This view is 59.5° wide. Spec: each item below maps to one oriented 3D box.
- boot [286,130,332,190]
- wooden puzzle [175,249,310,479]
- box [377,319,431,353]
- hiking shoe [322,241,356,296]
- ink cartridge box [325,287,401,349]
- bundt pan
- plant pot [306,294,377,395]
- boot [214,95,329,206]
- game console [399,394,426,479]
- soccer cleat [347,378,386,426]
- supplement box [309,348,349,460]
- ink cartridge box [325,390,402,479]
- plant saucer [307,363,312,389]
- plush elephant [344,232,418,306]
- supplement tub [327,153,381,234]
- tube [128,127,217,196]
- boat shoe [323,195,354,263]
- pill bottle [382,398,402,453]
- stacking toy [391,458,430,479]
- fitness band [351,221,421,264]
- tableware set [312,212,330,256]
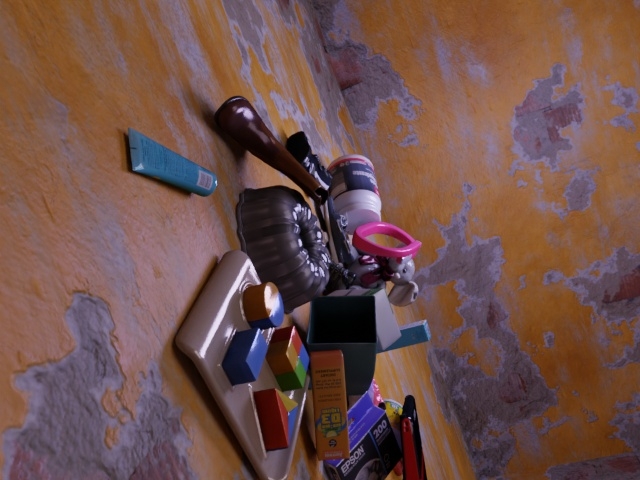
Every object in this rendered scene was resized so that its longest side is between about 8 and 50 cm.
[{"bbox_3d":[-0.033,-0.223,1.825,0.207,0.094,0.246,58,14,-30],"label":"boot"},{"bbox_3d":[-0.108,0.221,1.060,0.347,0.081,0.322,63,20,-22],"label":"wooden puzzle"},{"bbox_3d":[0.240,0.329,1.870,0.100,0.245,0.060,-2,75,-74],"label":"box"},{"bbox_3d":[0.050,0.100,1.714,0.086,0.114,0.226,-44,115,-74],"label":"hiking shoe"},{"bbox_3d":[0.106,0.220,1.581,0.087,0.209,0.152,-28,103,-38],"label":"ink cartridge box"},{"bbox_3d":[-0.074,0.008,1.377,0.331,0.124,0.330,-18,90,-75],"label":"bundt pan"},{"bbox_3d":[0.062,0.282,1.431,0.165,0.166,0.234,-85,172,-52],"label":"plant pot"},{"bbox_3d":[-0.111,-0.200,1.337,0.280,0.096,0.264,45,-5,18],"label":"boot"},{"bbox_3d":[0.247,0.612,1.498,0.386,0.060,0.341,35,46,-78],"label":"game console"},{"bbox_3d":[0.130,0.444,1.599,0.318,0.117,0.108,-90,157,-49],"label":"soccer cleat"},{"bbox_3d":[0.021,0.370,1.266,0.080,0.078,0.233,176,-91,-87],"label":"supplement box"},{"bbox_3d":[0.103,0.517,1.378,0.206,0.045,0.208,-36,111,-38],"label":"ink cartridge box"},{"bbox_3d":[-0.057,0.304,1.299,0.192,0.018,0.067,43,32,-62],"label":"plant saucer"},{"bbox_3d":[0.233,0.110,2.069,0.330,0.256,0.271,41,34,-62],"label":"plush elephant"},{"bbox_3d":[0.127,-0.177,2.151,0.191,0.191,0.272,52,25,-52],"label":"supplement tub"},{"bbox_3d":[-0.267,-0.131,1.010,0.207,0.052,0.080,26,43,-62],"label":"tube"},{"bbox_3d":[0.060,-0.042,1.940,0.095,0.079,0.254,80,-1,-67],"label":"boat shoe"},{"bbox_3d":[0.196,0.579,1.676,0.208,0.118,0.117,-59,129,-70],"label":"pill bottle"},{"bbox_3d":[0.324,0.784,1.867,0.308,0.131,0.279,-92,158,-44],"label":"stacking toy"},{"bbox_3d":[0.232,0.001,1.964,0.291,0.209,0.054,-20,134,-58],"label":"fitness band"},{"bbox_3d":[0.000,0.000,1.835,0.168,0.020,0.141,57,23,-46],"label":"tableware set"}]
